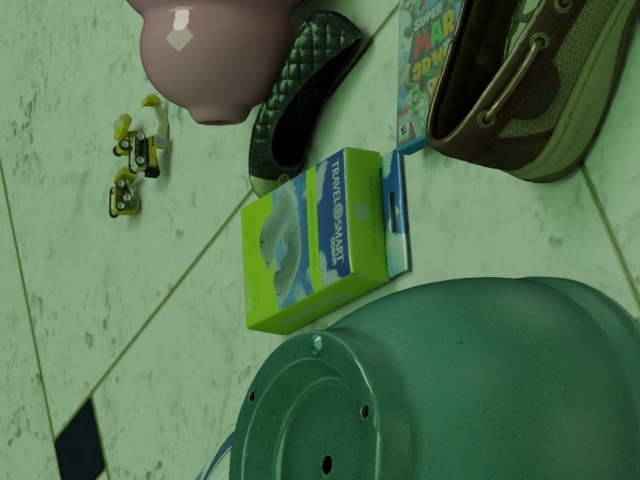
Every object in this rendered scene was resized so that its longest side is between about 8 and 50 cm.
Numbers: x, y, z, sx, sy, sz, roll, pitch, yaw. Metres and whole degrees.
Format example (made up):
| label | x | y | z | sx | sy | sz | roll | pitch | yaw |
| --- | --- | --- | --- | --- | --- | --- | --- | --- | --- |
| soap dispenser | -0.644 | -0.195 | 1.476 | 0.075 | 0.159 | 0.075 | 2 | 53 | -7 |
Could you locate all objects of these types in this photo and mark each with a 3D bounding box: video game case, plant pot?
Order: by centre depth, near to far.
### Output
| label | x | y | z | sx | sy | sz | roll | pitch | yaw |
| --- | --- | --- | --- | --- | --- | --- | --- | --- | --- |
| plant pot | 0.063 | 0.156 | 1.301 | 0.293 | 0.196 | 0.293 | -22 | 64 | 53 |
| video game case | 0.098 | -0.159 | 1.489 | 0.119 | 0.015 | 0.166 | -25 | 57 | 52 |

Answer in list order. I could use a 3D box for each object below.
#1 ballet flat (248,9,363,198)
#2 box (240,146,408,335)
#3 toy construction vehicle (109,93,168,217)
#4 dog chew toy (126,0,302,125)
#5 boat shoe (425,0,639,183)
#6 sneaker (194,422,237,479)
| label | x | y | z | sx | sy | sz | roll | pitch | yaw |
| --- | --- | --- | --- | --- | --- | --- | --- | --- | --- |
| ballet flat | -0.016 | -0.106 | 1.622 | 0.049 | 0.057 | 0.173 | 35 | 115 | 33 |
| box | 0.000 | 0.000 | 1.579 | 0.178 | 0.042 | 0.109 | -29 | 58 | 51 |
| toy construction vehicle | -0.171 | -0.079 | 1.873 | 0.086 | 0.035 | 0.098 | 136 | 136 | -57 |
| dog chew toy | -0.089 | -0.262 | 1.654 | 0.207 | 0.207 | 0.331 | -9 | 82 | 55 |
| boat shoe | 0.154 | -0.209 | 1.328 | 0.123 | 0.123 | 0.342 | 38 | 113 | 54 |
| sneaker | -0.086 | 0.281 | 1.601 | 0.296 | 0.112 | 0.131 | -61 | 20 | 24 |
